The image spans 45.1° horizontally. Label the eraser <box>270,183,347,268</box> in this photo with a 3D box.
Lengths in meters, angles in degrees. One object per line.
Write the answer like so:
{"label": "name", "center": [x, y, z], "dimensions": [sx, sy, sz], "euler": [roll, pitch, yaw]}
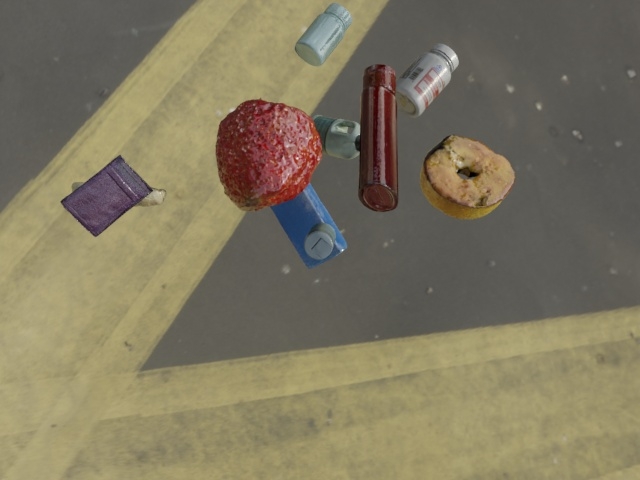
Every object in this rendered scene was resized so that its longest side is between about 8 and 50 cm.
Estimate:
{"label": "eraser", "center": [-0.058, -0.083, 2.016], "dimensions": [0.042, 0.144, 0.312], "euler": [-35, 94, -47]}

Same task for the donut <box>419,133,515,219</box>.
{"label": "donut", "center": [0.379, -0.166, 2.011], "dimensions": [0.253, 0.118, 0.253], "euler": [4, 56, -6]}

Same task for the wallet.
{"label": "wallet", "center": [-0.453, -0.093, 1.637], "dimensions": [0.166, 0.030, 0.111], "euler": [-39, 125, 3]}

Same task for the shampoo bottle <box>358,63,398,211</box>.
{"label": "shampoo bottle", "center": [0.102, -0.186, 1.345], "dimensions": [0.102, 0.064, 0.260], "euler": [50, 38, -58]}

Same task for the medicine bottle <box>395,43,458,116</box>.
{"label": "medicine bottle", "center": [0.202, -0.312, 1.492], "dimensions": [0.079, 0.079, 0.140], "euler": [45, 74, -10]}

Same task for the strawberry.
{"label": "strawberry", "center": [-0.128, -0.186, 1.773], "dimensions": [0.257, 0.257, 0.277], "euler": [24, 46, -23]}

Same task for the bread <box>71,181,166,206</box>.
{"label": "bread", "center": [-0.456, -0.101, 1.745], "dimensions": [0.214, 0.073, 0.053], "euler": [3, 90, 2]}

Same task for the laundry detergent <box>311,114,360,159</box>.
{"label": "laundry detergent", "center": [0.054, -0.263, 1.988], "dimensions": [0.070, 0.225, 0.099], "euler": [21, 89, -43]}

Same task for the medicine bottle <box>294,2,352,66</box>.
{"label": "medicine bottle", "center": [0.005, -0.285, 1.070], "dimensions": [0.047, 0.047, 0.083], "euler": [41, 73, -13]}

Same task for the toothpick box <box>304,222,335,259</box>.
{"label": "toothpick box", "center": [0.000, 0.000, 1.377], "dimensions": [0.052, 0.052, 0.083], "euler": [51, 13, -6]}
